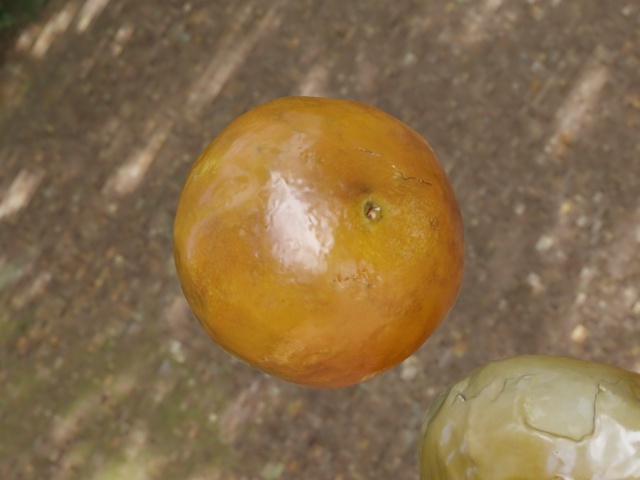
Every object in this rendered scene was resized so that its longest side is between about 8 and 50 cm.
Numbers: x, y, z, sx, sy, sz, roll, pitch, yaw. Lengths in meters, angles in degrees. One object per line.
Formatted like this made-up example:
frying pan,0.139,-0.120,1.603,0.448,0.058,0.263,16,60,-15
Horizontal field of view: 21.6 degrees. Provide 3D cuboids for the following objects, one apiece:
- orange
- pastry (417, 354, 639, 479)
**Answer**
orange,0.000,0.000,1.599,0.226,0.284,0.284,-38,26,60
pastry,0.274,0.285,1.674,0.409,0.409,0.245,-28,32,58
